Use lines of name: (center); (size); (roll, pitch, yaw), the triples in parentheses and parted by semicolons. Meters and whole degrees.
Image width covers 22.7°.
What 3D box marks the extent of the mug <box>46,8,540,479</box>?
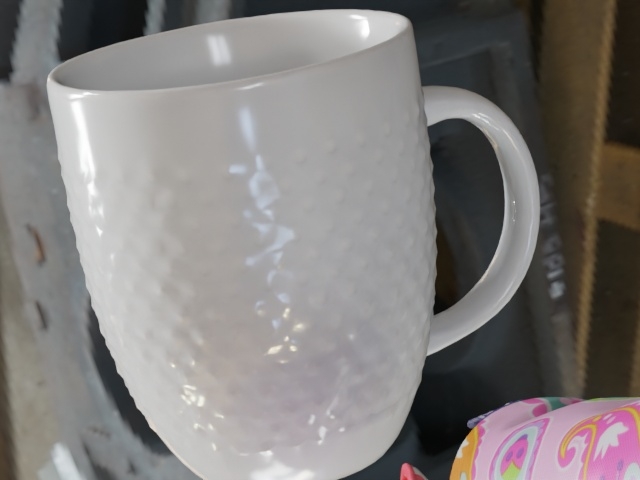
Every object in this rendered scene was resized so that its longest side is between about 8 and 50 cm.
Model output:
mug: (0.000, 0.000, 1.243); (0.276, 0.374, 0.328); (-147, 46, -65)

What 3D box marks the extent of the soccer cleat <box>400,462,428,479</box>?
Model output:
soccer cleat: (-0.016, 0.243, 1.055); (0.095, 0.248, 0.083); (65, 168, -20)

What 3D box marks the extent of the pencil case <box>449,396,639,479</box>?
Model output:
pencil case: (0.154, 0.106, 0.616); (0.124, 0.124, 0.284); (69, 158, 2)
